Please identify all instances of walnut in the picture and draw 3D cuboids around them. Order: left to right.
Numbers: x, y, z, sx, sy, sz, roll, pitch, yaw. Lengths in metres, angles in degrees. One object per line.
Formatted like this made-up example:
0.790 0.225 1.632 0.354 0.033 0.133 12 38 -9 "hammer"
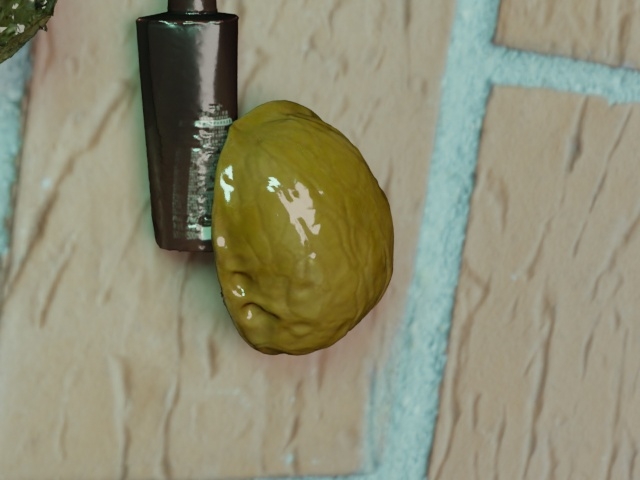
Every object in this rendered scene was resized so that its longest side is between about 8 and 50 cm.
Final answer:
0.001 -0.001 1.124 0.167 0.087 0.211 -56 142 -29 "walnut"

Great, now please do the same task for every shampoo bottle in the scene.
-0.092 -0.110 1.091 0.067 0.068 0.236 3 102 12 "shampoo bottle"

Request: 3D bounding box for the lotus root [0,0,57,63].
-0.206 -0.156 0.969 0.143 0.144 0.070 -49 130 -5 "lotus root"
